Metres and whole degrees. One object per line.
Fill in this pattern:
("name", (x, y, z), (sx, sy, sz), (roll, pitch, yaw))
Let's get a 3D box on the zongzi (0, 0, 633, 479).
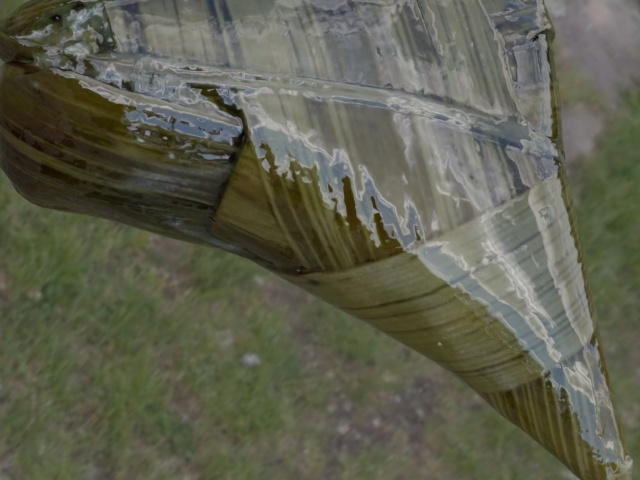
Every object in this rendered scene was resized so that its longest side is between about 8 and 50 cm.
("zongzi", (0.000, 0.000, 0.693), (0.286, 0.134, 0.288), (-9, 75, -12))
